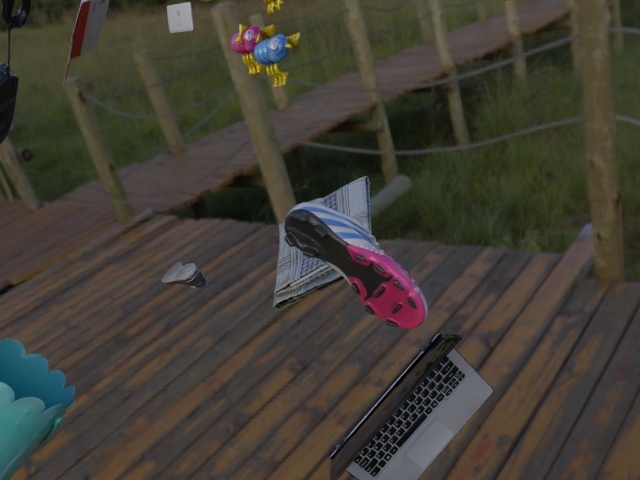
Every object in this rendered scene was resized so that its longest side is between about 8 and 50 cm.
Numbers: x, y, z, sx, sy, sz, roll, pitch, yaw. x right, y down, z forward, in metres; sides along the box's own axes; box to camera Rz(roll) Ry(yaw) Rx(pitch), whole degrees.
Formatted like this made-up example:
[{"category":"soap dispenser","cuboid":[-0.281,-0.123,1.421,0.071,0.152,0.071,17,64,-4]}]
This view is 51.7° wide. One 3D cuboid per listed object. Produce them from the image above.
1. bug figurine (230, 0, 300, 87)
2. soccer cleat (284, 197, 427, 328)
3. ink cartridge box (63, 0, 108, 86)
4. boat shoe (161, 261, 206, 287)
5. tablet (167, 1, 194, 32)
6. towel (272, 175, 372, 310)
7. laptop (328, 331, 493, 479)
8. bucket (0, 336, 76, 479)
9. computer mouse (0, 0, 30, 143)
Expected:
[{"category":"bug figurine","cuboid":[-0.074,-0.382,1.057,0.072,0.279,0.216,17,-6,-29]},{"category":"soccer cleat","cuboid":[0.084,0.029,1.270,0.331,0.116,0.143,39,35,10]},{"category":"ink cartridge box","cuboid":[-0.467,-0.446,1.346,0.066,0.233,0.189,9,-24,-23]},{"category":"boat shoe","cuboid":[-0.378,0.106,1.823,0.075,0.065,0.206,-53,24,-24]},{"category":"tablet","cuboid":[-0.285,-0.451,1.339,0.083,0.054,0.006,11,21,42]},{"category":"towel","cuboid":[0.000,0.000,1.723,0.312,0.056,0.324,-27,39,25]},{"category":"laptop","cuboid":[0.223,0.416,1.449,0.382,0.408,0.236,-47,29,-4]},{"category":"bucket","cuboid":[-0.610,0.293,1.197,0.183,0.281,0.281,-56,34,-5]},{"category":"computer mouse","cuboid":[-0.393,-0.221,0.800,0.041,0.242,0.071,21,27,-6]}]
